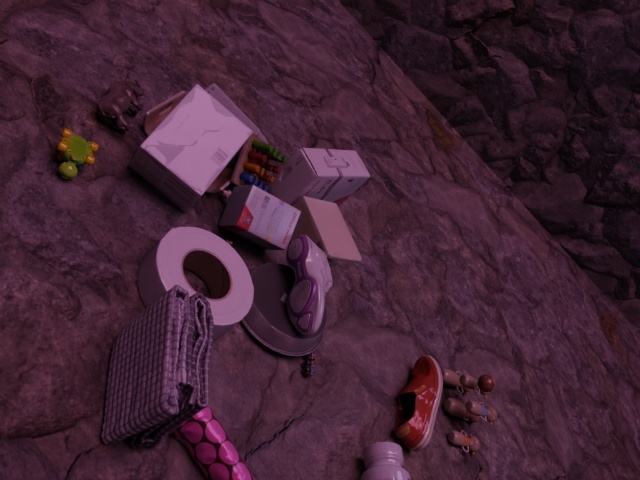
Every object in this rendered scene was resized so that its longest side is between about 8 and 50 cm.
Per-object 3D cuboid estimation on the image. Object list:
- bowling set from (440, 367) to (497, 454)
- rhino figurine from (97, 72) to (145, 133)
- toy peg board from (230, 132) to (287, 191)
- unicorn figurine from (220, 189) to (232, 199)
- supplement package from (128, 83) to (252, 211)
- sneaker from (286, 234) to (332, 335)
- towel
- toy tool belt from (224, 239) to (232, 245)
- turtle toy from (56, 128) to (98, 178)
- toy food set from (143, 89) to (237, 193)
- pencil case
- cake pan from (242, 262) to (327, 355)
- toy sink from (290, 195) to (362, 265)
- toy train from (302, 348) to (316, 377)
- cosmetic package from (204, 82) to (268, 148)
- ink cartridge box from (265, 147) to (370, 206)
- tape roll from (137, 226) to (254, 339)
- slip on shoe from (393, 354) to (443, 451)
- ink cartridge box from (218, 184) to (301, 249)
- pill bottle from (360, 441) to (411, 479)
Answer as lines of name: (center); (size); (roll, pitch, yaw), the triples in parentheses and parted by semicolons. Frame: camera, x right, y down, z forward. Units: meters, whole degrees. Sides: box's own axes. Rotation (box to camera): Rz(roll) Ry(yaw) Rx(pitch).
bowling set: (0.501, 0.514, 2.173); (0.154, 0.200, 0.287); (28, 44, -32)
rhino figurine: (-0.553, -0.397, 1.935); (0.106, 0.073, 0.243); (38, 35, -23)
toy peg board: (-0.177, -0.219, 2.065); (0.079, 0.161, 0.161); (17, -6, 24)
unicorn figurine: (-0.226, -0.109, 2.041); (0.111, 0.060, 0.162); (-26, 84, -44)
supplement package: (-0.353, -0.251, 1.879); (0.204, 0.145, 0.262); (40, 60, -12)
sneaker: (-0.012, 0.128, 1.888); (0.152, 0.114, 0.305); (35, 40, -39)
towel: (-0.328, 0.268, 1.425); (0.121, 0.235, 0.284); (29, 39, -37)
toy tool belt: (-0.283, 0.023, 1.876); (0.083, 0.052, 0.051); (9, 83, -40)
turtle toy: (-0.611, -0.209, 1.696); (0.095, 0.066, 0.130); (28, 41, -30)
toy food set: (-0.357, -0.296, 2.043); (0.306, 0.092, 0.220); (45, 34, -7)
pencil case: (-0.229, 0.466, 1.478); (0.209, 0.098, 0.095); (55, -10, 8)
cake pan: (-0.099, 0.179, 1.896); (0.293, 0.054, 0.293); (26, 39, -23)
toy sink: (0.000, 0.000, 2.137); (0.152, 0.131, 0.234); (9, 47, -44)
toy train: (-0.029, 0.315, 1.901); (0.036, 0.027, 0.158); (44, 32, -31)
cosmetic package: (-0.274, -0.370, 2.137); (0.231, 0.085, 0.117); (48, -1, 19)
ink cartridge box: (-0.008, -0.193, 2.241); (0.283, 0.207, 0.117); (-6, 61, -50)
tape roll: (-0.309, 0.106, 1.715); (0.286, 0.100, 0.286); (29, 40, -28)
slip on shoe: (0.287, 0.464, 2.045); (0.101, 0.123, 0.331); (37, 41, -13)
ink cartridge box: (-0.172, -0.063, 1.965); (0.176, 0.127, 0.128); (29, 75, -29)
pill bottle: (0.166, 0.635, 1.727); (0.131, 0.131, 0.229); (28, 40, -29)
